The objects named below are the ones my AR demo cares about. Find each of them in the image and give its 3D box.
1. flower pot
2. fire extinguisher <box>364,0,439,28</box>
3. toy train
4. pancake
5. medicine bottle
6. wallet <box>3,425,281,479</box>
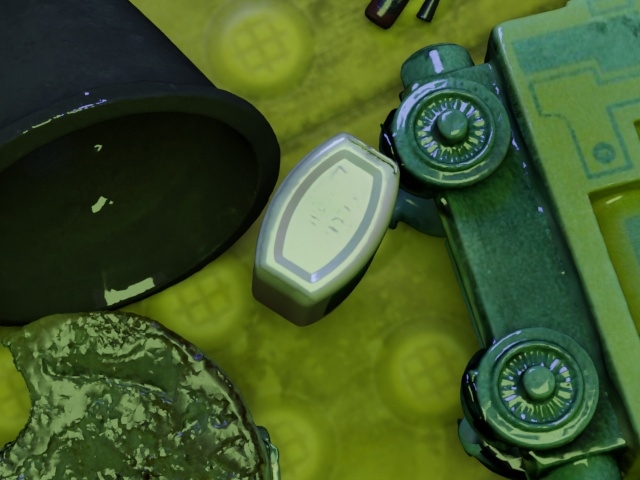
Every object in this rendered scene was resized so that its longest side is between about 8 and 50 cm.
[{"bbox_3d":[-0.180,-0.074,1.377,0.269,0.269,0.166,-24,63,-7],"label":"flower pot"},{"bbox_3d":[0.079,-0.202,1.499,0.046,0.032,0.100,34,87,13],"label":"fire extinguisher"},{"bbox_3d":[0.182,0.013,1.393,0.237,0.150,0.369,-15,70,-7],"label":"toy train"},{"bbox_3d":[-0.151,0.177,1.365,0.253,0.037,0.254,0,86,-3],"label":"pancake"},{"bbox_3d":[0.000,0.000,1.368,0.078,0.219,0.115,31,81,2],"label":"medicine bottle"},{"bbox_3d":[-0.128,0.203,1.411,0.202,0.059,0.141,-1,87,-3],"label":"wallet"}]
